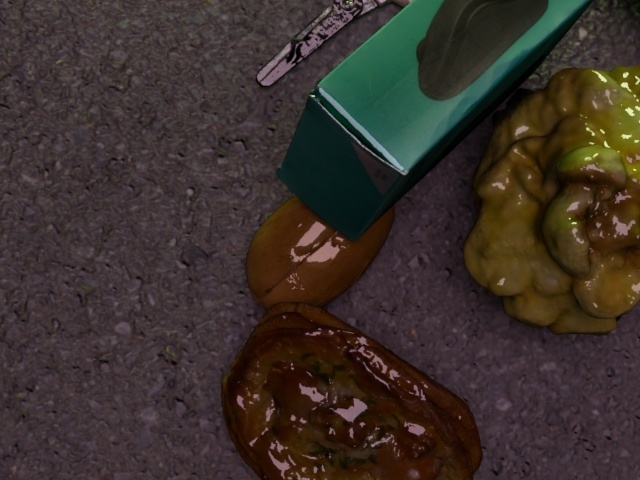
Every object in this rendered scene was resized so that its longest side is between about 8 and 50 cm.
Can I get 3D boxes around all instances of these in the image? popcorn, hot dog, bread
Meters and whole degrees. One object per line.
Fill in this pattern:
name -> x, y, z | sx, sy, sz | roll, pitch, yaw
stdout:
popcorn -> 0.273, -0.040, 1.109 | 0.215, 0.252, 0.286 | 33, 87, -37
hot dog -> 0.030, 0.183, 1.119 | 0.272, 0.122, 0.196 | 35, 109, 3
bread -> 0.000, 0.000, 1.170 | 0.189, 0.077, 0.114 | -44, 81, -2

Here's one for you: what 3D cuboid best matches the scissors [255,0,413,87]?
scissors -> 0.051, -0.276, 1.226 | 0.317, 0.024, 0.160 | -42, 85, -5

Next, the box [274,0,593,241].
box -> 0.114, -0.157, 1.090 | 0.118, 0.205, 0.311 | 45, 69, 7
